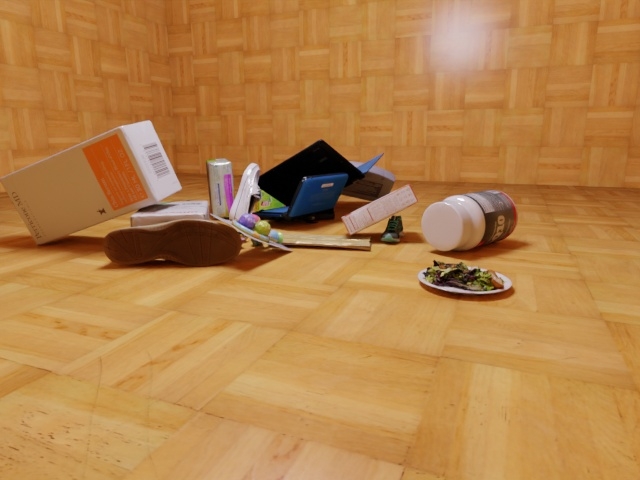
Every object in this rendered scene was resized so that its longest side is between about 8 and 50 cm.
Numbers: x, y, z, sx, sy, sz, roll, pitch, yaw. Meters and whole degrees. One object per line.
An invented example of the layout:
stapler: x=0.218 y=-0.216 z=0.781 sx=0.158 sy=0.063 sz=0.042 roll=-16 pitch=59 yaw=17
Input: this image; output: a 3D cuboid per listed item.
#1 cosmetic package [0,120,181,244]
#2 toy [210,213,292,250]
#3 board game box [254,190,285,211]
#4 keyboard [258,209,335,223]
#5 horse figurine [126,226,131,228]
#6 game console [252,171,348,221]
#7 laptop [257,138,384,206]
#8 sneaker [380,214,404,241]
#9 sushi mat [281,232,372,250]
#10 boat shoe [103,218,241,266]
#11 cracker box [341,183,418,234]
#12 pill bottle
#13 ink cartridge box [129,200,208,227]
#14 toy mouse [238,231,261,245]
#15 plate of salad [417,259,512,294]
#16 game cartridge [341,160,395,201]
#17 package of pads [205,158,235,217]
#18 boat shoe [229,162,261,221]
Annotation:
cosmetic package: x=-0.683 y=-0.170 z=1.361 sx=0.453 sy=0.230 sz=0.161 roll=-17 pitch=16 yaw=17
toy: x=-0.171 y=-0.035 z=1.229 sx=0.137 sy=0.056 sz=0.237 roll=28 pitch=-1 yaw=27
board game box: x=-0.210 y=-0.185 z=2.041 sx=0.181 sy=0.092 sz=0.043 roll=-11 pitch=17 yaw=-39
keyboard: x=-0.103 y=-0.095 z=1.790 sx=0.317 sy=0.033 sz=0.201 roll=0 pitch=12 yaw=5
horse figurine: x=-0.523 y=-0.065 z=1.587 sx=0.263 sy=0.066 sz=0.174 roll=-1 pitch=7 yaw=7
game console: x=-0.073 y=-0.173 z=1.697 sx=0.173 sy=0.250 sz=0.293 roll=38 pitch=29 yaw=22
laptop: x=-0.001 y=-0.303 z=1.890 sx=0.382 sy=0.236 sz=0.408 roll=-24 pitch=-40 yaw=35
sneaker: x=0.228 y=-0.040 z=1.439 sx=0.065 sy=0.076 sz=0.166 roll=3 pitch=13 yaw=17
sushi mat: x=0.000 y=0.000 z=1.393 sx=0.316 sy=0.019 sz=0.151 roll=2 pitch=12 yaw=11
boat shoe: x=-0.376 y=0.000 z=1.192 sx=0.342 sy=0.123 sz=0.123 roll=-5 pitch=11 yaw=-2
cracker box: x=0.184 y=-0.095 z=1.443 sx=0.232 sy=0.067 sz=0.156 roll=-26 pitch=1 yaw=5
pill bottle: x=0.435 y=-0.057 z=1.321 sx=0.283 sy=0.161 sz=0.161 roll=-12 pitch=17 yaw=-39
ink cartridge box: x=-0.444 y=-0.045 z=1.378 sx=0.201 sy=0.117 sz=0.278 roll=-3 pitch=13 yaw=-12
toy mouse: x=-0.225 y=0.001 z=1.367 sx=0.161 sy=0.031 sz=0.143 roll=-12 pitch=17 yaw=-41
plate of salad: x=0.316 y=0.075 z=0.999 sx=0.200 sy=0.048 sz=0.200 roll=-1 pitch=14 yaw=0
game cartridge: x=0.194 y=-0.281 z=2.158 sx=0.297 sy=0.198 sz=0.062 roll=12 pitch=49 yaw=-4
package of pads: x=-0.415 y=-0.219 z=1.892 sx=0.101 sy=0.229 sz=0.296 roll=-6 pitch=15 yaw=-14
boat shoe: x=-0.265 y=-0.173 z=1.729 sx=0.084 sy=0.258 sz=0.095 roll=13 pitch=-16 yaw=11
